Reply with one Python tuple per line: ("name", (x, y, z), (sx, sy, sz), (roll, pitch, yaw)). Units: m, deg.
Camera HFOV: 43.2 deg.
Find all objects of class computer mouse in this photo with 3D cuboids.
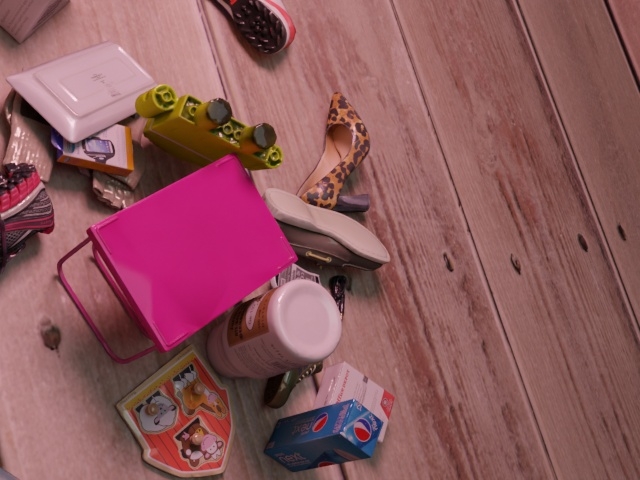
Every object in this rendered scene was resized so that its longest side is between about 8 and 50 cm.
("computer mouse", (-0.029, 0.089, 1.508), (0.193, 0.042, 0.106), (25, 62, -37))

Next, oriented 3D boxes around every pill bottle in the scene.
("pill bottle", (-0.083, 0.153, 1.303), (0.131, 0.229, 0.131), (16, 62, -34))

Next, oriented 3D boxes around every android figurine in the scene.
("android figurine", (-0.188, -0.175, 1.337), (0.248, 0.273, 0.056), (25, 76, -27))

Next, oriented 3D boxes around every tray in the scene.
("tray", (-0.367, -0.256, 1.318), (0.145, 0.030, 0.270), (45, 34, -2))

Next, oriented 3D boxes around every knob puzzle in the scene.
("knob puzzle", (-0.205, 0.287, 1.282), (0.213, 0.030, 0.213), (17, 62, -34))

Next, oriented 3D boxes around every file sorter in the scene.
("file sorter", (-0.228, 0.031, 1.267), (0.291, 0.182, 0.202), (-35, 97, -42))

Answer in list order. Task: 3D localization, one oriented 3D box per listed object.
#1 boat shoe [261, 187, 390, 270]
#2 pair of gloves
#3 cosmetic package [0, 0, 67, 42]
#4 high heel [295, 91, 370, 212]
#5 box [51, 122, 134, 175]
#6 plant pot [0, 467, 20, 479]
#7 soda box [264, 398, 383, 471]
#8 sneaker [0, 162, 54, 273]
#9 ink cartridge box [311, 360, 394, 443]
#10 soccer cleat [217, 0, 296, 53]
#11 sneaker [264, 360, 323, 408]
("boat shoe", (-0.001, -0.003, 1.535), (0.305, 0.091, 0.109), (23, 28, -32))
("pair of gloves", (-0.395, -0.163, 1.308), (0.240, 0.042, 0.204), (17, 57, -39))
("cosmetic package", (-0.479, -0.451, 1.284), (0.184, 0.151, 0.151), (45, 49, -18))
("high heel", (0.011, -0.179, 1.615), (0.186, 0.093, 0.261), (-3, 80, -44))
("box", (-0.364, -0.155, 1.282), (0.136, 0.028, 0.081), (11, 61, -38))
("plant pot", (-0.438, 0.385, 0.913), (0.252, 0.248, 0.247), (46, 47, 8))
("soda box", (0.002, 0.321, 1.316), (0.071, 0.210, 0.067), (41, 51, -19))
("sneaker", (-0.489, 0.012, 1.110), (0.299, 0.121, 0.112), (-42, 131, -34))
("ink cartridge box", (0.060, 0.299, 1.479), (0.135, 0.056, 0.099), (38, 51, -22))
("soccer cleat", (-0.166, -0.515, 1.623), (0.318, 0.109, 0.116), (51, 26, -7))
("sneaker", (-0.033, 0.219, 1.429), (0.086, 0.064, 0.192), (31, 51, -20))
